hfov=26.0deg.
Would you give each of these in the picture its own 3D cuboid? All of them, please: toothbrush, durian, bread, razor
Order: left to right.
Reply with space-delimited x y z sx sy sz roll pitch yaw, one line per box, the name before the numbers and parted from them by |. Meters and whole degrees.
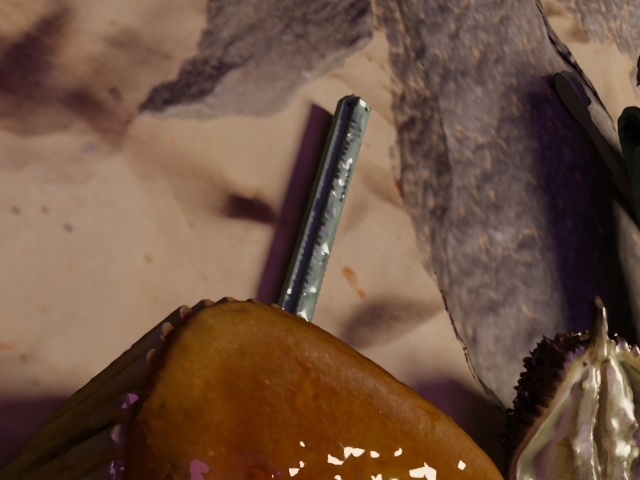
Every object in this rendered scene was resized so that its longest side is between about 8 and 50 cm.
razor | -0.003 0.004 0.669 0.084 0.036 0.211 24 44 -9
bread | -0.001 0.139 0.511 0.250 0.133 0.179 49 38 -12
durian | 0.128 0.097 0.705 0.110 0.071 0.140 -1 91 -30
toothbrush | 0.208 -0.029 0.907 0.017 0.014 0.194 -33 91 -49

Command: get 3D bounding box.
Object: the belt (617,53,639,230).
belt | 0.225 0.020 0.832 0.072 0.087 0.302 13 60 -20
